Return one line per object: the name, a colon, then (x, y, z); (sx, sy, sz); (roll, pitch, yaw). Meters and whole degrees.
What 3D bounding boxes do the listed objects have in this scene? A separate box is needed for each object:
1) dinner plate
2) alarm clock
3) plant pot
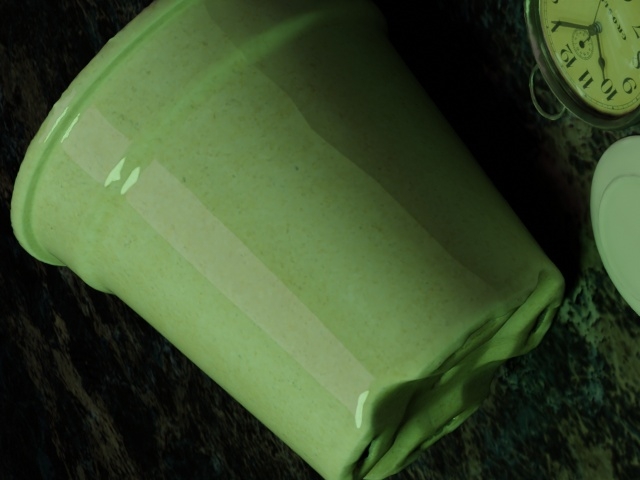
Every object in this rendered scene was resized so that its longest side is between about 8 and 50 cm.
dinner plate: (0.220, 0.000, 1.267); (0.141, 0.017, 0.141); (39, 140, 43)
alarm clock: (0.180, -0.130, 1.203); (0.129, 0.064, 0.192); (64, 150, 12)
plant pot: (0.000, 0.000, 1.395); (0.305, 0.334, 0.334); (47, 147, 17)
